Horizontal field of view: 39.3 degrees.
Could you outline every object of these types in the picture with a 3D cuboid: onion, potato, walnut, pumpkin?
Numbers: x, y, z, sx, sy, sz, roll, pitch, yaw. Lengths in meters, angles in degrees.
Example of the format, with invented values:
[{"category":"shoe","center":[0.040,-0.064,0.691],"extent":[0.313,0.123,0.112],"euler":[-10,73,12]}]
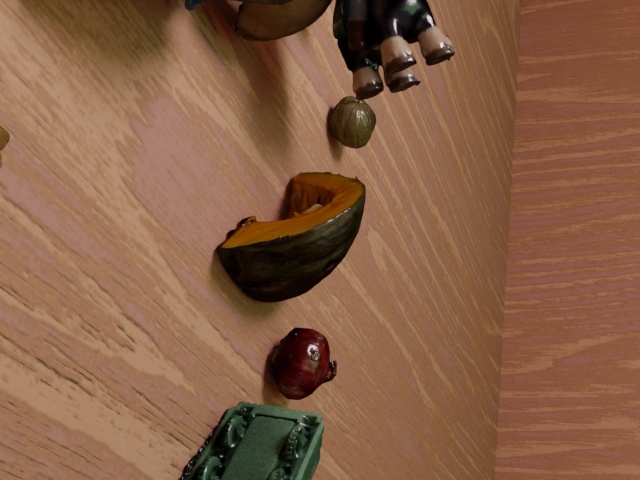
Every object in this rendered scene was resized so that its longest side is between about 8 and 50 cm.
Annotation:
[{"category":"onion","center":[-0.023,0.179,1.296],"extent":[0.107,0.097,0.107],"euler":[14,90,-83]},{"category":"potato","center":[-0.033,-0.323,1.141],"extent":[0.261,0.100,0.120],"euler":[-57,-171,54]},{"category":"walnut","center":[0.057,-0.206,1.561],"extent":[0.092,0.092,0.092],"euler":[-3,90,-68]},{"category":"pumpkin","center":[0.000,0.000,1.265],"extent":[0.312,0.169,0.148],"euler":[-53,134,-58]}]

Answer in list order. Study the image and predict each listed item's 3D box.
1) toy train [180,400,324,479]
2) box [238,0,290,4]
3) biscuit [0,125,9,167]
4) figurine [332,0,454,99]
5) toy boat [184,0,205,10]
[{"category":"toy train","center":[-0.092,0.340,1.067],"extent":[0.330,0.139,0.178],"euler":[-58,149,-59]},{"category":"box","center":[-0.110,-0.337,0.923],"extent":[0.231,0.155,0.148],"euler":[-4,93,-32]},{"category":"biscuit","center":[-0.298,-0.053,0.673],"extent":[0.183,0.061,0.118],"euler":[-63,143,-50]},{"category":"figurine","center":[0.052,-0.400,1.264],"extent":[0.306,0.241,0.411],"euler":[88,-23,-53]},{"category":"toy boat","center":[-0.123,-0.362,1.117],"extent":[0.097,0.100,0.223],"euler":[104,7,-53]}]
